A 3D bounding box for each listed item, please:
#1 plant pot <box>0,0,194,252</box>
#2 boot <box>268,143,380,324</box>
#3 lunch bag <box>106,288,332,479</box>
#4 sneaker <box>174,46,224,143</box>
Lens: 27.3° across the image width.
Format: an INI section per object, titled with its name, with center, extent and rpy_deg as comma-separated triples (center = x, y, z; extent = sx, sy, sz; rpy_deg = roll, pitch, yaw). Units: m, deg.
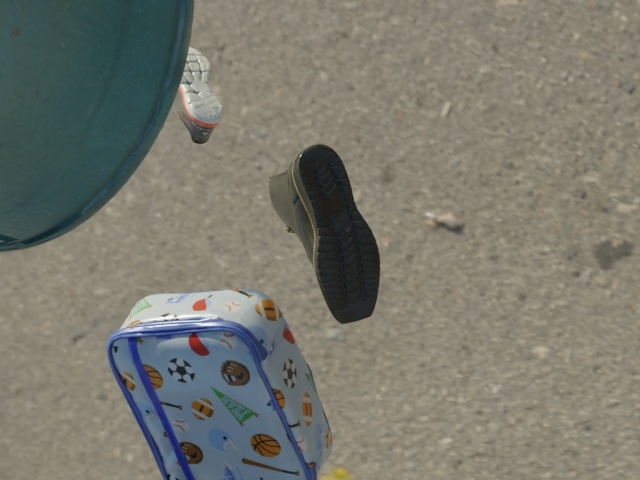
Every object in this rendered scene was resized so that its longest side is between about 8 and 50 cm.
[plant pot]
center = -0.248, -0.139, 0.672
extent = 0.272, 0.255, 0.271
rpy_deg = -4, 83, 30
[boot]
center = 0.000, 0.000, 1.493
extent = 0.137, 0.077, 0.198
rpy_deg = 158, 102, -67
[lunch bag]
center = -0.129, 0.208, 1.669
extent = 0.243, 0.115, 0.303
rpy_deg = -7, 118, 23
[sneaker]
center = -0.170, -0.185, 1.678
extent = 0.158, 0.061, 0.065
rpy_deg = -109, 33, -40
